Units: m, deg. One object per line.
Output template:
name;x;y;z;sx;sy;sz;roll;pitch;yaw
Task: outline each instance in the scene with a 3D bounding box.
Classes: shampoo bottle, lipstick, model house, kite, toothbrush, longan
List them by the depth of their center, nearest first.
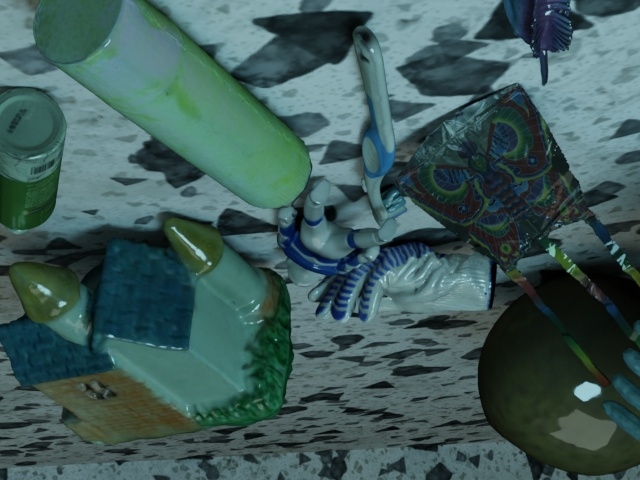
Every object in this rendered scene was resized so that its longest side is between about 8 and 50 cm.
lipstick;-0.094;-0.098;0.769;0.076;0.076;0.304;-13;160;20
shampoo bottle;-0.247;-0.056;0.867;0.065;0.065;0.204;0;160;-17
toothbrush;0.048;-0.082;0.910;0.040;0.040;0.386;-8;161;5
kite;0.200;0.003;0.920;0.152;0.285;0.015;-37;-175;35
model house;-0.214;0.068;1.114;0.267;0.194;0.325;-12;147;24
longan;0.376;0.173;1.409;0.350;0.288;0.288;-2;161;-28

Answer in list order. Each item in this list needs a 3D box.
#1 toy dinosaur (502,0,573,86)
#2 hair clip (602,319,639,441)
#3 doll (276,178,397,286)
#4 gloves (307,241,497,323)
toy dinosaur;0.137;-0.158;0.657;0.045;0.080;0.197;-12;160;8
hair clip;0.440;0.095;1.008;0.238;0.392;0.318;-38;153;-18
doll;0.000;0.000;1.108;0.114;0.057;0.227;24;155;-8
gloves;0.098;0.054;1.233;0.229;0.097;0.119;-10;150;3
